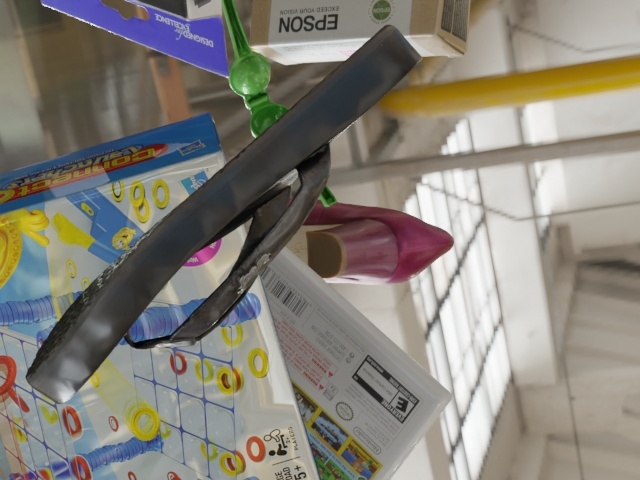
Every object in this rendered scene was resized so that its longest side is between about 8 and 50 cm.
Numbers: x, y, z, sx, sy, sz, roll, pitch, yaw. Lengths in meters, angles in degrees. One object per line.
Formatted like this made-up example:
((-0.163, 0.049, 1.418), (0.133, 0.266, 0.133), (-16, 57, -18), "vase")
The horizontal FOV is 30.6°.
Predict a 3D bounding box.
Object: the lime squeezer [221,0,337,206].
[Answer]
((-0.072, -0.176, 1.408), (0.059, 0.310, 0.110), (-25, -177, 0), "lime squeezer")

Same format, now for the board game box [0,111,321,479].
((-0.172, 0.106, 0.788), (0.302, 0.308, 0.086), (-17, -157, -3), "board game box")

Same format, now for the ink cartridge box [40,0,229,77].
((-0.154, -0.223, 0.793), (0.206, 0.208, 0.045), (24, -136, 32), "ink cartridge box")

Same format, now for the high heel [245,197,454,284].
((0.000, 0.000, 1.565), (0.181, 0.127, 0.377), (-5, -166, -33), "high heel")

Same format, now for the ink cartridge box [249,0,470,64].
((0.045, -0.300, 1.286), (0.234, 0.193, 0.088), (2, 175, 29), "ink cartridge box")

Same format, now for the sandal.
((-0.029, -0.013, 0.544), (0.254, 0.054, 0.097), (-44, -174, -27), "sandal")

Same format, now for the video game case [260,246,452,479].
((-0.028, 0.137, 1.015), (0.227, 0.206, 0.026), (41, -159, 19), "video game case")
